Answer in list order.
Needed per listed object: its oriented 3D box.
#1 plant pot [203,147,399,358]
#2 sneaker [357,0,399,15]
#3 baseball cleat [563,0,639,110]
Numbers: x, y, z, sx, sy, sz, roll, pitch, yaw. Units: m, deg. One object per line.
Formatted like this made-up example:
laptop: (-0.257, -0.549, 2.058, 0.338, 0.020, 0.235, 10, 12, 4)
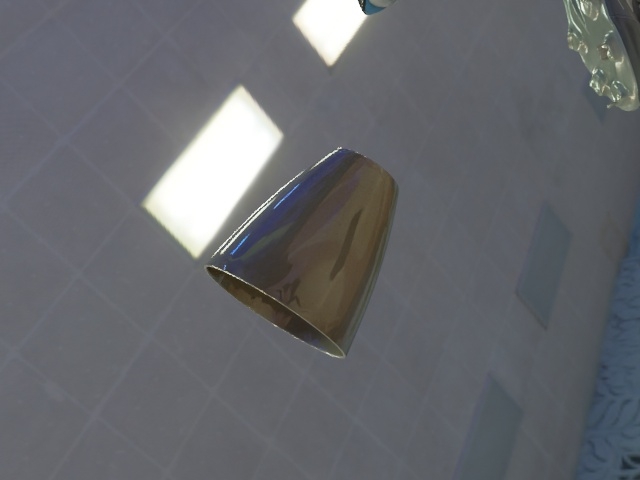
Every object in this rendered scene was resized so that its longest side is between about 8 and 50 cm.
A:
plant pot: (0.000, 0.000, 1.217, 0.256, 0.256, 0.274, 41, -105, -31)
sneaker: (0.079, -0.219, 0.569, 0.190, 0.083, 0.071, -50, -49, -50)
baseball cleat: (0.219, -0.199, 0.568, 0.109, 0.072, 0.205, -20, -100, -4)
